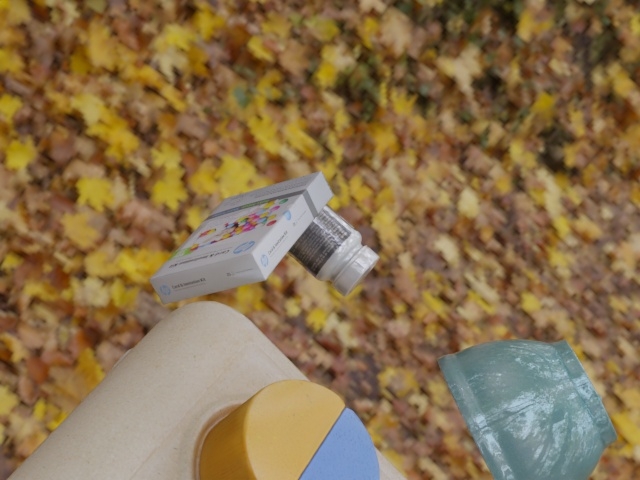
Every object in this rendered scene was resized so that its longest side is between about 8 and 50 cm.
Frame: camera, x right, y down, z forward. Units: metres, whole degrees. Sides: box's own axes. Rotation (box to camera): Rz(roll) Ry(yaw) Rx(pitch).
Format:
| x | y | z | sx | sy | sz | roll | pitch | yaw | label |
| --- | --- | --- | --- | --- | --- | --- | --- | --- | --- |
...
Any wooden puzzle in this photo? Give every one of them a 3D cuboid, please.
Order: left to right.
| x | y | z | sx | sy | sz | roll | pitch | yaw | label |
| --- | --- | --- | --- | --- | --- | --- | --- | --- | --- |
| -0.008 | 0.212 | 0.627 | 0.348 | 0.080 | 0.322 | 42 | 40 | -1 | wooden puzzle |

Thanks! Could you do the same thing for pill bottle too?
| x | y | z | sx | sy | sz | roll | pitch | yaw | label |
| --- | --- | --- | --- | --- | --- | --- | --- | --- | --- |
| 0.000 | 0.000 | 1.501 | 0.137 | 0.078 | 0.078 | 42 | 29 | 7 | pill bottle |

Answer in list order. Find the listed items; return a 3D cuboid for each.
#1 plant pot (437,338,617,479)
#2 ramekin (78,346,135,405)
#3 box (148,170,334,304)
| x | y | z | sx | sy | sz | roll | pitch | yaw | label |
| --- | --- | --- | --- | --- | --- | --- | --- | --- | --- |
| 0.331 | 0.269 | 1.907 | 0.293 | 0.196 | 0.293 | 62 | 4 | -7 | plant pot |
| -0.174 | 0.242 | 1.599 | 0.273 | 0.273 | 0.127 | 33 | 50 | -10 | ramekin |
| -0.085 | -0.004 | 1.373 | 0.038 | 0.145 | 0.186 | 62 | 36 | -20 | box |
